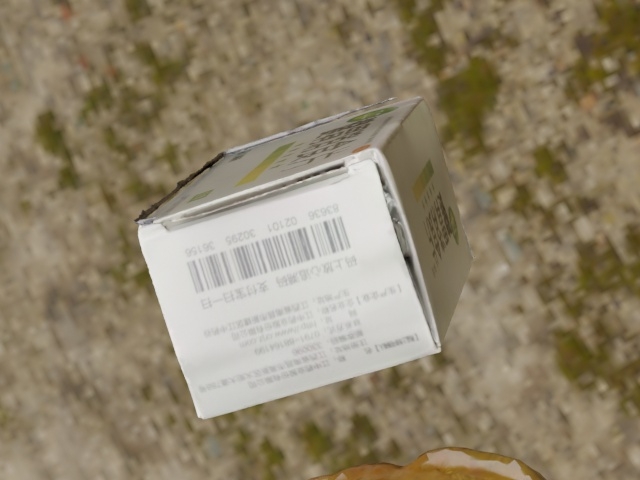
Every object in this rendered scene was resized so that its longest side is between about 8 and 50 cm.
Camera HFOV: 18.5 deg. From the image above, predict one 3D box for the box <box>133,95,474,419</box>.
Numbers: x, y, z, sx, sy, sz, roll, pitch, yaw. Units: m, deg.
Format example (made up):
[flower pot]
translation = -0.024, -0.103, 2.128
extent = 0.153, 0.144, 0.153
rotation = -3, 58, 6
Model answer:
[box]
translation = -0.001, 0.001, 1.399
extent = 0.173, 0.333, 0.145
rotation = -18, 98, 11

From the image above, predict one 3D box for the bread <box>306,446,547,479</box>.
[bread]
translation = 0.062, 0.205, 0.846
extent = 0.340, 0.194, 0.179
rotation = 39, 122, 31
